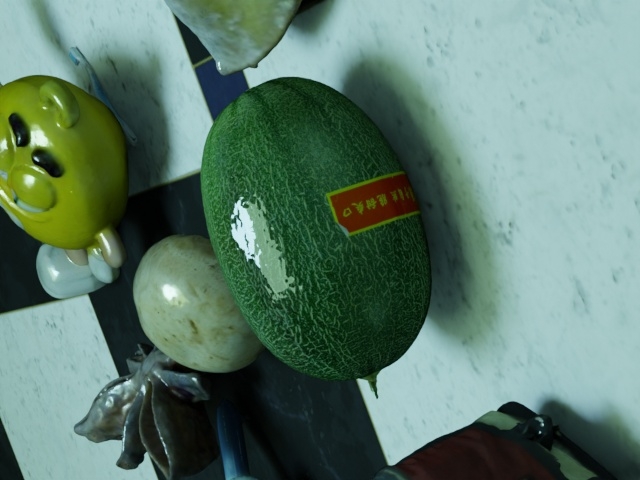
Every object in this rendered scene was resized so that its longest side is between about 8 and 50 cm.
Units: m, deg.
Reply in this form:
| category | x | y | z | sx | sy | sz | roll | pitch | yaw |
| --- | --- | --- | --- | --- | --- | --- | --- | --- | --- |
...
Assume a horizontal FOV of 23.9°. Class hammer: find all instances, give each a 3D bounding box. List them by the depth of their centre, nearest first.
| category | x | y | z | sx | sy | sz | roll | pitch | yaw |
| --- | --- | --- | --- | --- | --- | --- | --- | --- | --- |
| hammer | -0.094 | 0.263 | 1.722 | 0.116 | 0.069 | 0.194 | 90 | 170 | -52 |

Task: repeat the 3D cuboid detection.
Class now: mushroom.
| category | x | y | z | sx | sy | sz | roll | pitch | yaw |
| --- | --- | --- | --- | --- | --- | --- | --- | --- | --- |
| mushroom | -0.119 | 0.064 | 1.609 | 0.166 | 0.127 | 0.166 | 28 | 146 | 21 |

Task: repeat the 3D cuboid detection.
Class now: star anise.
| category | x | y | z | sx | sy | sz | roll | pitch | yaw |
| --- | --- | --- | --- | --- | --- | --- | --- | --- | --- |
| star anise | -0.181 | 0.182 | 1.763 | 0.110 | 0.198 | 0.257 | 38 | 160 | -26 |

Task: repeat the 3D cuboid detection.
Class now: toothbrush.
| category | x | y | z | sx | sy | sz | roll | pitch | yaw |
| --- | --- | --- | --- | --- | --- | --- | --- | --- | --- |
| toothbrush | -0.258 | -0.172 | 1.792 | 0.162 | 0.014 | 0.017 | 53 | 134 | 25 |

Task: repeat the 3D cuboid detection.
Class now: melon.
| category | x | y | z | sx | sy | sz | roll | pitch | yaw |
| --- | --- | --- | --- | --- | --- | --- | --- | --- | --- |
| melon | 0.000 | 0.000 | 1.296 | 0.182 | 0.182 | 0.288 | -13 | 96 | 61 |

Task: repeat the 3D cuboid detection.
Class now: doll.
| category | x | y | z | sx | sy | sz | roll | pitch | yaw |
| --- | --- | --- | --- | --- | --- | --- | --- | --- | --- |
| doll | -0.331 | -0.089 | 1.814 | 0.348 | 0.161 | 0.423 | 39 | 157 | 38 |

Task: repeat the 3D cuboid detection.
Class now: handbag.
| category | x | y | z | sx | sy | sz | roll | pitch | yaw |
| --- | --- | --- | --- | --- | --- | --- | --- | --- | --- |
| handbag | 0.168 | 0.245 | 1.179 | 0.254 | 0.181 | 0.181 | 39 | 140 | 38 |

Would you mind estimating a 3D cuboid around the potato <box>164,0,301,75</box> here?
| category | x | y | z | sx | sy | sz | roll | pitch | yaw |
| --- | --- | --- | --- | --- | --- | --- | --- | --- | --- |
| potato | -0.071 | -0.312 | 1.299 | 0.189 | 0.211 | 0.264 | -20 | 132 | 26 |
